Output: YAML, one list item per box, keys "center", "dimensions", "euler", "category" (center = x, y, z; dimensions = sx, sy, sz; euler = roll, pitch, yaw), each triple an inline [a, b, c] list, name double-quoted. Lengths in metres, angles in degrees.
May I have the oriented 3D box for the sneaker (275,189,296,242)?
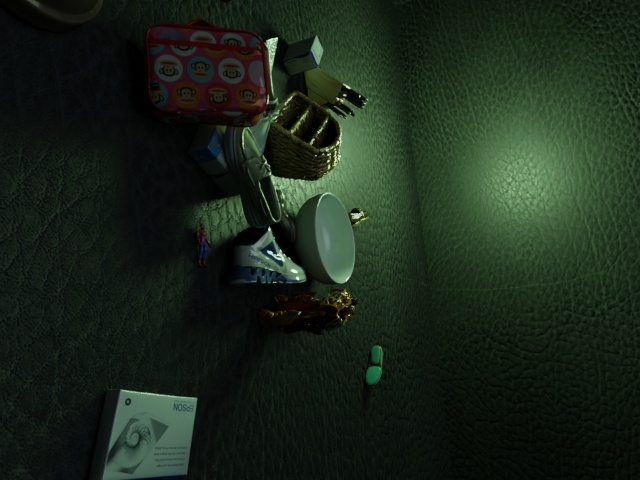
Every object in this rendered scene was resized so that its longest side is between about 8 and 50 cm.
- center: [-0.143, -0.075, 1.489]
  dimensions: [0.071, 0.066, 0.188]
  euler: [-26, 100, -45]
  category: "sneaker"

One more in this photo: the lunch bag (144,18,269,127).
- center: [-0.279, -0.422, 1.096]
  dimensions: [0.120, 0.294, 0.257]
  euler: [161, -75, -72]
  category: "lunch bag"

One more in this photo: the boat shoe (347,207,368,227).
- center: [0.172, -0.119, 2.093]
  dimensions: [0.207, 0.073, 0.072]
  euler: [-33, 113, -62]
  category: "boat shoe"

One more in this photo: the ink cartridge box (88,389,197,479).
- center: [-0.355, 0.429, 0.900]
  dimensions: [0.223, 0.046, 0.223]
  euler: [37, 50, -54]
  category: "ink cartridge box"

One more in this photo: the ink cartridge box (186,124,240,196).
- center: [-0.269, -0.238, 1.254]
  dimensions: [0.190, 0.082, 0.139]
  euler: [53, 38, -44]
  category: "ink cartridge box"

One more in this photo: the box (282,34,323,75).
- center: [-0.069, -0.741, 1.771]
  dimensions: [0.072, 0.126, 0.137]
  euler: [57, 35, -41]
  category: "box"

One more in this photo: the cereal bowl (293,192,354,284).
- center: [0.000, 0.000, 1.639]
  dimensions: [0.339, 0.141, 0.338]
  euler: [29, 57, -57]
  category: "cereal bowl"

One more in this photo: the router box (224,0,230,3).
- center: [-0.334, -0.860, 1.377]
  dimensions: [0.179, 0.046, 0.133]
  euler: [26, 59, -58]
  category: "router box"

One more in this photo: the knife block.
- center: [0.067, -0.650, 1.877]
  dimensions: [0.088, 0.242, 0.275]
  euler: [-9, 90, -64]
  category: "knife block"

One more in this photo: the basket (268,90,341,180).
- center: [-0.038, -0.373, 1.552]
  dimensions: [0.299, 0.214, 0.222]
  euler: [-63, 156, -50]
  category: "basket"

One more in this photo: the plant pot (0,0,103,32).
- center: [-0.469, -0.556, 0.807]
  dimensions: [0.263, 0.230, 0.262]
  euler: [34, 51, -55]
  category: "plant pot"

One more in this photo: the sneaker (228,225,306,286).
- center: [-0.154, 0.044, 1.335]
  dimensions: [0.316, 0.128, 0.182]
  euler: [9, 75, -60]
  category: "sneaker"

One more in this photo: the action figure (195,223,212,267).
- center: [-0.307, 0.013, 1.158]
  dimensions: [0.038, 0.030, 0.115]
  euler: [7, 73, -57]
  category: "action figure"

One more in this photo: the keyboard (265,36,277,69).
- center: [-0.181, -0.524, 1.434]
  dimensions: [0.072, 0.014, 0.255]
  euler: [-60, 170, -52]
  category: "keyboard"

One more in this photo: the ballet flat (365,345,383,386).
- center: [0.255, 0.585, 2.023]
  dimensions: [0.213, 0.072, 0.068]
  euler: [-73, 147, -43]
  category: "ballet flat"

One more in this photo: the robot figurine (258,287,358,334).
- center: [-0.032, 0.212, 1.336]
  dimensions: [0.211, 0.291, 0.084]
  euler: [-44, 120, -60]
  category: "robot figurine"

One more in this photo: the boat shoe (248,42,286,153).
- center: [-0.176, -0.396, 1.290]
  dimensions: [0.136, 0.157, 0.366]
  euler: [-33, 136, -43]
  category: "boat shoe"

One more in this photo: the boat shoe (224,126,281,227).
- center: [-0.178, -0.184, 1.222]
  dimensions: [0.109, 0.094, 0.301]
  euler: [-38, 118, -56]
  category: "boat shoe"
